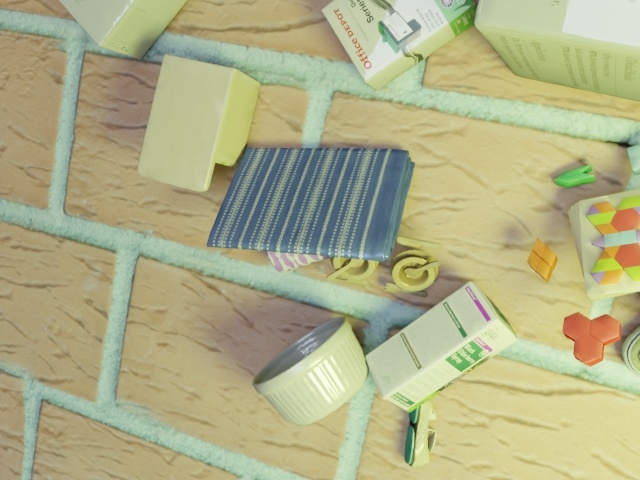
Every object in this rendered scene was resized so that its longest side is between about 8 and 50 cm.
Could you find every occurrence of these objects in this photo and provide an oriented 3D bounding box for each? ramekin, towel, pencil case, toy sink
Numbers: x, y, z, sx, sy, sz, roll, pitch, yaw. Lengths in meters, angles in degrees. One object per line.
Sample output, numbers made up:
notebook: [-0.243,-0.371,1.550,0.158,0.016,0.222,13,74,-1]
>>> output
ramekin: [-0.010,0.241,1.101,0.207,0.207,0.109,-33,93,19]
towel: [-0.014,-0.071,1.087,0.336,0.040,0.243,4,55,19]
pencil case: [0.000,0.000,1.139,0.206,0.088,0.086,-15,53,20]
toy sink: [-0.230,-0.217,1.171,0.153,0.131,0.234,15,95,17]

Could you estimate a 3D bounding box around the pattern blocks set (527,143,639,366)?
pattern blocks set: [0.456,0.003,0.908,0.286,0.026,0.324,-26,50,23]

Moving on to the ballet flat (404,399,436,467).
ballet flat: [0.189,0.338,1.124,0.053,0.057,0.168,3,100,-11]

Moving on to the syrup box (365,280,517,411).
syrup box: [0.207,0.186,1.049,0.237,0.093,0.096,-38,45,14]

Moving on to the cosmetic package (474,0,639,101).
cosmetic package: [0.467,-0.365,0.793,0.394,0.329,0.327,20,101,23]

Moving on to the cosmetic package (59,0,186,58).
cosmetic package: [-0.394,-0.527,1.195,0.225,0.138,0.224,-44,80,18]

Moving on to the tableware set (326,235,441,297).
tableware set: [0.112,0.049,1.074,0.194,0.039,0.128,10,125,3]

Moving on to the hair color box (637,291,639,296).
hair color box: [0.646,0.009,0.854,0.375,0.114,0.185,-31,48,18]

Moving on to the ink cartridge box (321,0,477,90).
ink cartridge box: [0.136,-0.390,1.048,0.219,0.093,0.160,-32,84,18]

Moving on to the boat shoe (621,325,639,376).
boat shoe: [0.623,0.144,0.927,0.302,0.094,0.109,-22,87,19]
